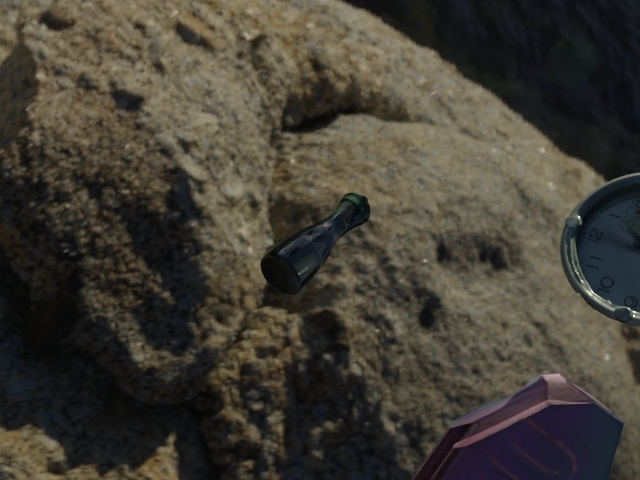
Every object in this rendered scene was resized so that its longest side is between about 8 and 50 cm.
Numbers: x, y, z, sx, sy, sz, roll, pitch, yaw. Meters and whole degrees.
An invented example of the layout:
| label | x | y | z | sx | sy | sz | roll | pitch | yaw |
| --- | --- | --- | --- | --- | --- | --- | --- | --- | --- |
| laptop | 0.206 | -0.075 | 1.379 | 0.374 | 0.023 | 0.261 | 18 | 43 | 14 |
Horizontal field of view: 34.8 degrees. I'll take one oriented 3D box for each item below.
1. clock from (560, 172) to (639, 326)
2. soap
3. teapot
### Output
| label | x | y | z | sx | sy | sz | roll | pitch | yaw |
| --- | --- | --- | --- | --- | --- | --- | --- | --- | --- |
| clock | 0.436 | 0.018 | 1.342 | 0.053 | 0.236 | 0.236 | 61 | 41 | -54 |
| soap | 0.234 | 0.318 | 1.301 | 0.193 | 0.109 | 0.324 | 35 | 92 | -4 |
| teapot | 0.000 | 0.000 | 0.864 | 0.111 | 0.043 | 0.043 | -40 | 104 | -35 |
